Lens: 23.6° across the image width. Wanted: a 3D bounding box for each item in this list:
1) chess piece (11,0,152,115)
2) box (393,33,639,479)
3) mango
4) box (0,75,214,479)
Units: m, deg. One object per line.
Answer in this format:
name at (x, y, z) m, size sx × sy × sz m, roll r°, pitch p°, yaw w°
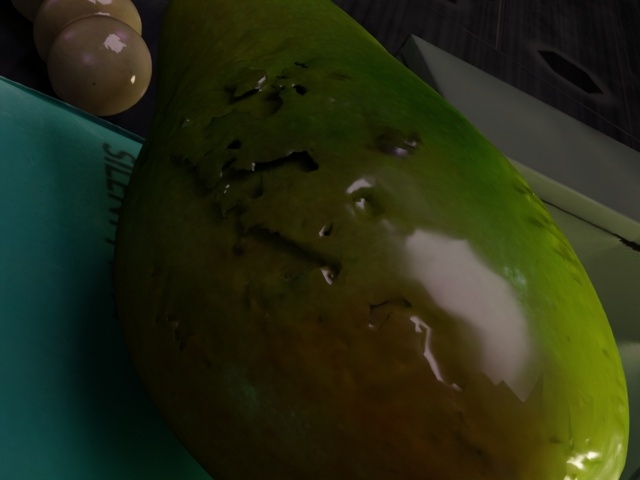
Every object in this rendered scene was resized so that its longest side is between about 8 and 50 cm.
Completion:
chess piece at (-0.167, -0.152, 1.060) m, size 0.094 × 0.094 × 0.170 m, roll 16°, pitch 37°, yaw -35°
box at (0.086, 0.045, 0.826) m, size 0.225 × 0.225 × 0.117 m, roll 24°, pitch 26°, yaw -24°
mango at (0.000, 0.000, 0.441) m, size 0.125 × 0.111 × 0.233 m, roll 22°, pitch 29°, yaw -44°
box at (-0.103, 0.112, 0.484) m, size 0.118 × 0.205 × 0.311 m, roll 25°, pitch 25°, yaw -25°
